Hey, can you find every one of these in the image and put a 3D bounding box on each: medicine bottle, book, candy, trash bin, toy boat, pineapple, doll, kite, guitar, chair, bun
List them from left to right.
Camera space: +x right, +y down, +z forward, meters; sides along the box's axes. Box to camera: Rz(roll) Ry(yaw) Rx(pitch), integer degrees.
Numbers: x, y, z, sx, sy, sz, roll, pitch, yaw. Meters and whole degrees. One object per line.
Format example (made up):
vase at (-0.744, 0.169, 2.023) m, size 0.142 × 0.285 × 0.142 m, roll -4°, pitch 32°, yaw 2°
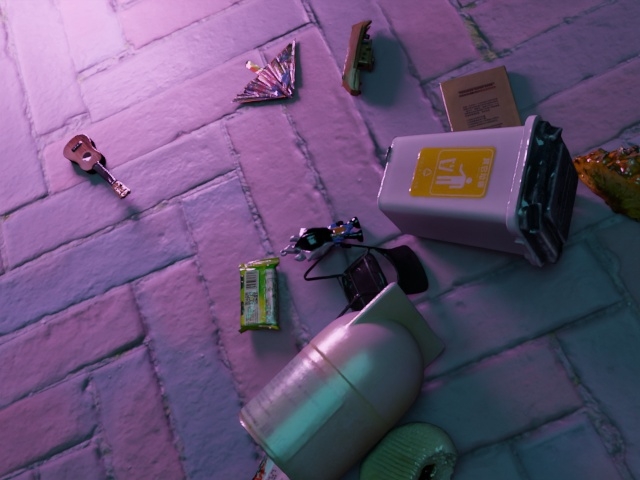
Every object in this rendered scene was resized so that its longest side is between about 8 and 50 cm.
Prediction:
guitar at (-0.573, -0.185, 1.966) m, size 0.271 × 0.038 × 0.084 m, roll 40°, pitch 85°, yaw 27°
candy at (-0.140, 0.127, 1.733) m, size 0.102 × 0.032 × 0.178 m, roll -7°, pitch 67°, yaw 9°
kite at (-0.125, -0.426, 1.947) m, size 0.183 × 0.014 × 0.241 m, roll 36°, pitch 83°, yaw 27°
doll at (0.000, 0.000, 1.722) m, size 0.195 × 0.070 × 0.096 m, roll -17°, pitch 51°, yaw 1°
medicine bottle at (0.058, 0.288, 1.503) m, size 0.406 × 0.236 × 0.235 m, roll -44°, pitch 65°, yaw -7°
toy boat at (0.100, -0.455, 1.870) m, size 0.072 × 0.064 × 0.206 m, roll 10°, pitch 73°, yaw 4°
chair at (0.104, 0.091, 1.643) m, size 0.145 × 0.221 × 0.140 m, roll -49°, pitch 57°, yaw 42°
bun at (0.183, 0.465, 1.463) m, size 0.212 × 0.126 × 0.204 m, roll -39°, pitch 39°, yaw -7°
trash bin at (0.335, -0.096, 1.583) m, size 0.367 × 0.296 × 0.256 m, roll 5°, pitch 72°, yaw 32°
book at (0.376, -0.287, 1.747) m, size 0.161 × 0.026 × 0.231 m, roll -13°, pitch 67°, yaw 10°
pineapple at (0.658, -0.152, 1.560) m, size 0.164 × 0.140 × 0.250 m, roll -38°, pitch 62°, yaw -2°

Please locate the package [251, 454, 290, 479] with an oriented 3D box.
package at (-0.056, 0.559, 1.547) m, size 0.232 × 0.040 × 0.166 m, roll 21°, pitch 74°, yaw 30°
